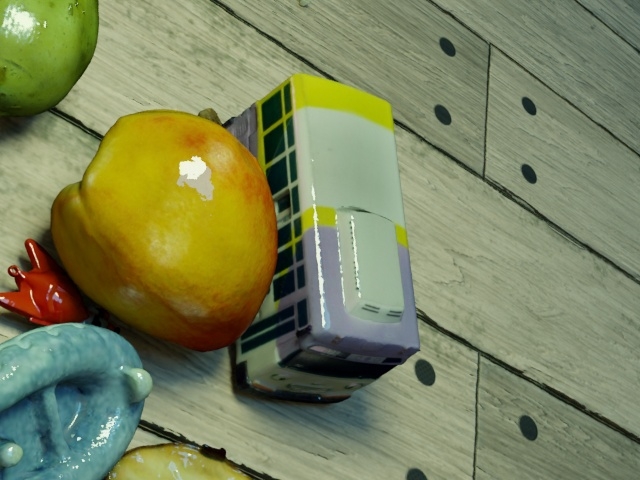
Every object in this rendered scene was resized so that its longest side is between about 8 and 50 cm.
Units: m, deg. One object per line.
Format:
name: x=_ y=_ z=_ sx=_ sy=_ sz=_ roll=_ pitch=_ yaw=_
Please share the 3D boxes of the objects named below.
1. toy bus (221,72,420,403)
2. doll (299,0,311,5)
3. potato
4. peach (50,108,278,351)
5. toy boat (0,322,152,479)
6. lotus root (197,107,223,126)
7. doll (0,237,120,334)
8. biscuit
toy bus: x=0.000 y=0.000 z=1.584 sx=0.209 sy=0.249 sz=0.439 roll=14 pitch=61 yaw=-36
doll: x=-0.064 y=-0.554 z=2.025 sx=0.114 sy=0.057 sz=0.227 roll=8 pitch=69 yaw=-33
potato: x=-0.407 y=-0.294 z=1.440 sx=0.216 sy=0.216 sz=0.304 roll=29 pitch=37 yaw=-27
peach: x=-0.185 y=-0.013 z=1.418 sx=0.308 sy=0.289 sz=0.289 roll=39 pitch=45 yaw=-12
toy boat: x=-0.304 y=0.211 z=1.221 sx=0.330 sy=0.123 sz=0.215 roll=-27 pitch=109 yaw=-59
lotus root: x=-0.170 y=-0.169 z=1.700 sx=0.030 sy=0.037 sz=0.083 roll=-21 pitch=81 yaw=-43
doll: x=-0.331 y=0.083 z=1.380 sx=0.169 sy=0.057 sz=0.109 roll=37 pitch=44 yaw=-19
biscuit: x=-0.169 y=0.355 z=1.379 sx=0.260 sy=0.041 sz=0.203 roll=36 pitch=49 yaw=-20
